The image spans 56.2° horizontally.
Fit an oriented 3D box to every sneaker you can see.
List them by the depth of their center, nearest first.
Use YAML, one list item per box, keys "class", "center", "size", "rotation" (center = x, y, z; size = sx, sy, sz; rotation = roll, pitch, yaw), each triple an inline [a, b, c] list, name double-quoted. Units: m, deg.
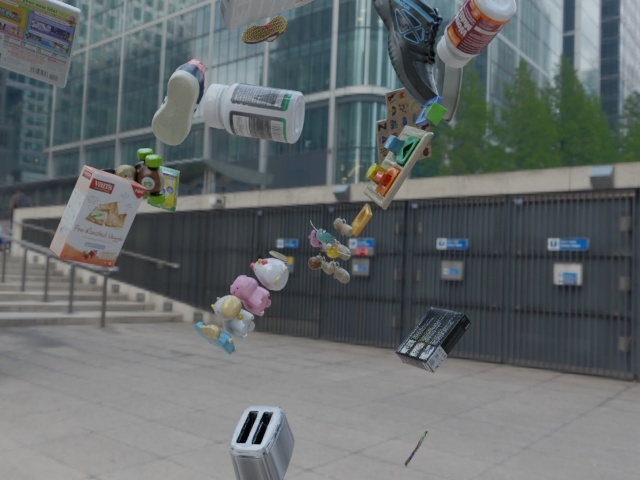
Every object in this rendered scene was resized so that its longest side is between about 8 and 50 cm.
- class: "sneaker"
  center: [0.233, -0.493, 1.455]
  size: [0.139, 0.341, 0.125]
  rotation: [-19, -1, 22]
- class: "sneaker"
  center: [-0.463, -0.464, 2.020]
  size: [0.131, 0.148, 0.350]
  rotation: [31, -39, -13]
- class: "sneaker"
  center: [-0.207, -0.755, 2.205]
  size: [0.185, 0.070, 0.084]
  rotation: [-27, -10, -17]

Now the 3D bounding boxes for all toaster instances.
- class: "toaster"
  center: [-0.153, 0.527, 1.523]
  size: [0.129, 0.146, 0.227]
  rotation: [-2, 29, 18]

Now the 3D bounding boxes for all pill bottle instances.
- class: "pill bottle"
  center: [0.405, -0.565, 1.587]
  size: [0.121, 0.121, 0.221]
  rotation: [3, -23, -19]
- class: "pill bottle"
  center: [-0.257, -0.503, 2.336]
  size: [0.361, 0.204, 0.204]
  rotation: [11, -2, 10]

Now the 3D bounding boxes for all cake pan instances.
- class: "cake pan"
  center: [0.403, -0.531, 1.948]
  size: [0.054, 0.293, 0.293]
  rotation: [2, -3, -1]

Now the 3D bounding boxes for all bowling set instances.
- class: "bowling set"
  center: [0.020, 0.046, 2.526]
  size: [0.199, 0.287, 0.154]
  rotation: [-6, 25, -27]

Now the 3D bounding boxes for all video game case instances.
- class: "video game case"
  center: [-0.662, -0.464, 1.337]
  size: [0.212, 0.193, 0.023]
  rotation: [17, 34, -18]

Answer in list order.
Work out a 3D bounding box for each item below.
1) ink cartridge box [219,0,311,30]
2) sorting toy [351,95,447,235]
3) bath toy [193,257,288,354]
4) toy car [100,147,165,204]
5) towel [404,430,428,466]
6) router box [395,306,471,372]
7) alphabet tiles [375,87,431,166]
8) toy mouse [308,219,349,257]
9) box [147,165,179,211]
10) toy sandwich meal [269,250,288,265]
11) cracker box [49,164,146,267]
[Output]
- class: "ink cartridge box"
  center: [-0.136, -0.843, 1.964]
  size: [0.385, 0.091, 0.308]
  rotation: [-26, 3, -12]
- class: "sorting toy"
  center: [0.151, -0.165, 1.282]
  size: [0.047, 0.348, 0.196]
  rotation: [30, 8, -13]
- class: "bath toy"
  center: [-0.233, 0.175, 1.834]
  size: [0.129, 0.348, 0.151]
  rotation: [23, -39, 20]
- class: "toy car"
  center: [-0.605, -0.193, 1.904]
  size: [0.188, 0.155, 0.149]
  rotation: [-15, 30, -32]
- class: "towel"
  center: [0.223, 0.484, 1.395]
  size: [0.009, 0.083, 0.060]
  rotation: [33, 26, 16]
- class: "router box"
  center: [0.304, 0.264, 1.618]
  size: [0.046, 0.179, 0.133]
  rotation: [53, -23, -22]
- class: "alphabet tiles"
  center: [0.255, -0.346, 1.832]
  size: [0.198, 0.237, 0.009]
  rotation: [-19, 28, -22]
- class: "toy mouse"
  center: [0.000, 0.000, 1.870]
  size: [0.143, 0.031, 0.161]
  rotation: [54, -24, -24]
- class: "box"
  center: [-0.580, -0.184, 2.203]
  size: [0.105, 0.179, 0.043]
  rotation: [15, 37, 0]
- class: "toy sandwich meal"
  center: [-0.153, 0.066, 2.178]
  size: [0.085, 0.029, 0.085]
  rotation: [25, 8, -4]
- class: "cracker box"
  center: [-0.561, -0.056, 1.517]
  size: [0.067, 0.232, 0.155]
  rotation: [28, 6, 37]
